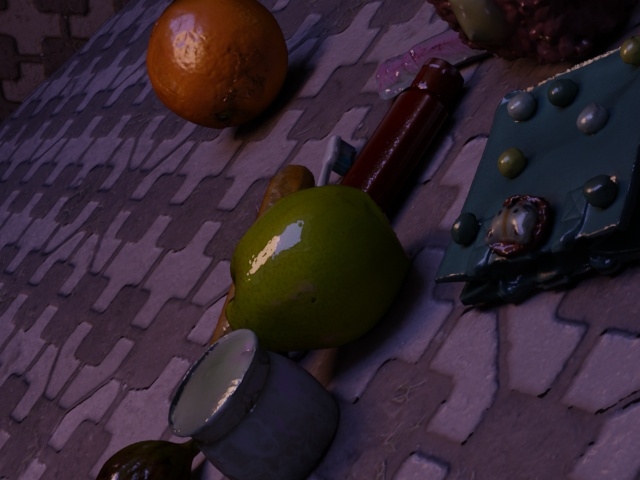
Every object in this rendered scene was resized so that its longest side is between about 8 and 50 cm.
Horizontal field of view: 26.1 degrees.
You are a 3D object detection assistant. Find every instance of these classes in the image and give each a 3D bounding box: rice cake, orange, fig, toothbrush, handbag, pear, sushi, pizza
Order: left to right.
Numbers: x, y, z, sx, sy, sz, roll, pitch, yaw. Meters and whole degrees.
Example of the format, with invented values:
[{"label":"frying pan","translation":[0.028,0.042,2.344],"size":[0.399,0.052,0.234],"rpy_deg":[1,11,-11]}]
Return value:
[{"label":"fig","translation":[-0.199,0.290,1.669],"size":[0.155,0.109,0.103],"rpy_deg":[-30,-11,-26]},{"label":"orange","translation":[-0.177,-0.314,2.373],"size":[0.246,0.246,0.246],"rpy_deg":[-40,24,22]},{"label":"pizza","translation":[-0.077,0.067,1.766],"size":[0.226,0.086,0.335],"rpy_deg":[115,173,-72]},{"label":"pear","translation":[-0.012,0.035,1.586],"size":[0.220,0.187,0.187],"rpy_deg":[-29,25,3]},{"label":"toothbrush","translation":[-0.004,-0.003,1.828],"size":[0.042,0.040,0.418],"rpy_deg":[-44,21,38]},{"label":"rice cake","translation":[0.169,-0.255,1.891],"size":[0.290,0.051,0.081],"rpy_deg":[-14,40,55]},{"label":"sushi","translation":[0.246,-0.329,1.658],"size":[0.236,0.171,0.270],"rpy_deg":[-47,37,-10]},{"label":"handbag","translation":[0.250,-0.079,1.398],"size":[0.269,0.100,0.274],"rpy_deg":[-17,38,51]}]

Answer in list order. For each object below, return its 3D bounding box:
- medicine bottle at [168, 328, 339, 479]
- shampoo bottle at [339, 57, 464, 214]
[{"label":"medicine bottle","translation":[-0.076,0.189,1.523],"size":[0.147,0.143,0.147],"rpy_deg":[-40,23,21]},{"label":"shampoo bottle","translation":[0.099,-0.121,1.795],"size":[0.260,0.064,0.102],"rpy_deg":[-56,22,-17]}]
